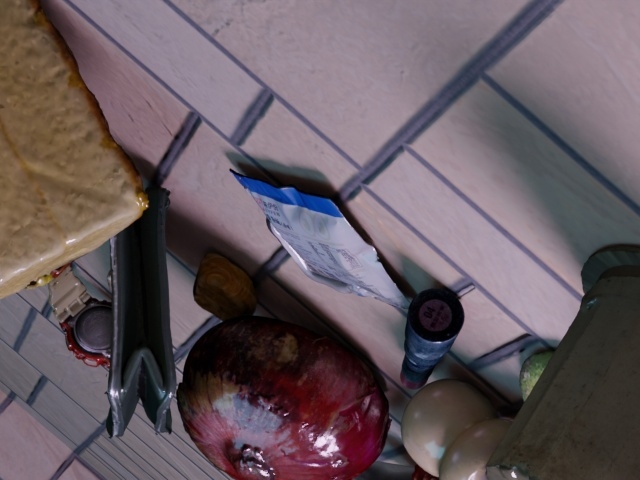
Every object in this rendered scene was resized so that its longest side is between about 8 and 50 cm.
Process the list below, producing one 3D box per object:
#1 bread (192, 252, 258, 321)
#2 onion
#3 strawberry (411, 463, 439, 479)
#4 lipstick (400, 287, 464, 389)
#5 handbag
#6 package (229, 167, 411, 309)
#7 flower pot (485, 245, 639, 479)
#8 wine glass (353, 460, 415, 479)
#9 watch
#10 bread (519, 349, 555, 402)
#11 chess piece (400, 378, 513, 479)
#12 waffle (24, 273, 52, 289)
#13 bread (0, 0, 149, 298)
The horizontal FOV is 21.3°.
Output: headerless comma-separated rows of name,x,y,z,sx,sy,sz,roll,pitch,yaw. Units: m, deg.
bread,-0.111,0.059,1.979,0.083,0.044,0.111,36,158,6
onion,-0.046,0.190,1.925,0.246,0.190,0.246,17,148,11
strawberry,0.142,0.356,1.834,0.306,0.137,0.233,-45,-66,-77
lipstick,0.102,0.110,1.690,0.053,0.053,0.234,36,162,10
handbag,-0.207,0.083,1.935,0.079,0.260,0.247,0,164,-7
package,0.000,0.000,1.676,0.171,0.027,0.173,20,152,51
flower pot,0.236,0.144,1.306,0.212,0.202,0.212,37,164,13
wine glass,0.034,0.265,2.084,0.183,0.122,0.122,43,161,10
watch,-0.307,0.075,2.328,0.165,0.102,0.268,33,152,24
bread,0.275,0.186,1.567,0.228,0.033,0.228,34,158,15
chess piece,0.183,0.238,1.692,0.261,0.142,0.143,47,167,33
waffle,-0.458,-0.020,2.204,0.291,0.051,0.291,24,-155,-12
bread,-0.347,-0.087,1.743,0.279,0.207,0.279,61,155,-3
